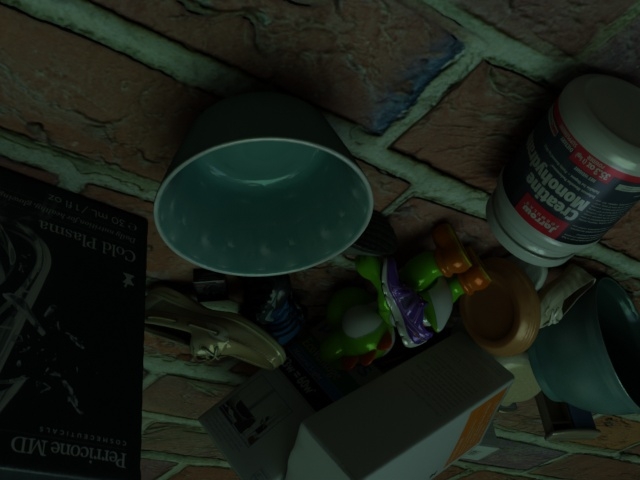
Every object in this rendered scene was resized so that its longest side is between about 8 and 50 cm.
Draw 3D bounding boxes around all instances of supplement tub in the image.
[{"bbox_3d":[0.395,-0.102,1.118,0.191,0.191,0.272,6,142,-18],"label":"supplement tub"}]

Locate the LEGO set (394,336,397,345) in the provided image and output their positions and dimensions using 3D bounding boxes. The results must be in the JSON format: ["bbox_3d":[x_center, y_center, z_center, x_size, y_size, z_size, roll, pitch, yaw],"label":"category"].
[{"bbox_3d":[0.175,0.248,1.703,0.083,0.023,0.054,-16,143,11],"label":"LEGO set"}]

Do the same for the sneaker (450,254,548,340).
[{"bbox_3d":[0.414,0.128,1.535,0.169,0.108,0.292,-3,140,-37],"label":"sneaker"}]

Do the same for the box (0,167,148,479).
[{"bbox_3d":[-0.534,0.148,1.057,0.480,0.472,0.297,21,136,-35],"label":"box"}]

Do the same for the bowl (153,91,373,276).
[{"bbox_3d":[-0.086,-0.098,1.061,0.311,0.163,0.311,-5,145,-3],"label":"bowl"}]

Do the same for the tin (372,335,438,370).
[{"bbox_3d":[0.192,0.272,1.697,0.189,0.040,0.106,-13,148,-16],"label":"tin"}]

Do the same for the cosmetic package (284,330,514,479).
[{"bbox_3d":[0.158,0.379,1.420,0.453,0.161,0.230,-21,139,-36],"label":"cosmetic package"}]

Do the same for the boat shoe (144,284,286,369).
[{"bbox_3d":[-0.213,0.187,1.379,0.302,0.098,0.109,23,146,8],"label":"boat shoe"}]

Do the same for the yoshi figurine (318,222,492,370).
[{"bbox_3d":[0.137,0.106,1.423,0.362,0.203,0.203,-37,177,15],"label":"yoshi figurine"}]

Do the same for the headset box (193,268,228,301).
[{"bbox_3d":[-0.213,0.085,1.402,0.062,0.032,0.083,-4,146,-5],"label":"headset box"}]

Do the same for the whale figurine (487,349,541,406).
[{"bbox_3d":[0.400,0.310,1.723,0.272,0.141,0.216,-27,122,21],"label":"whale figurine"}]

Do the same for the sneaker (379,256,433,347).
[{"bbox_3d":[0.154,0.105,1.295,0.071,0.170,0.068,-22,-175,6],"label":"sneaker"}]

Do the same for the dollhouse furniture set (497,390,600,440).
[{"bbox_3d":[0.603,0.337,1.756,0.286,0.198,0.303,2,143,-13],"label":"dollhouse furniture set"}]

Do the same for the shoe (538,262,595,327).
[{"bbox_3d":[0.479,0.119,1.448,0.219,0.058,0.076,-37,146,-32],"label":"shoe"}]

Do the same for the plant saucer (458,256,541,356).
[{"bbox_3d":[0.344,0.134,1.426,0.037,0.200,0.200,-6,149,-34],"label":"plant saucer"}]

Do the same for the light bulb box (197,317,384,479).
[{"bbox_3d":[-0.028,0.425,1.616,0.361,0.225,0.358,-37,147,-14],"label":"light bulb box"}]

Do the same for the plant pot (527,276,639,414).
[{"bbox_3d":[0.579,0.248,1.572,0.196,0.293,0.293,-25,141,37],"label":"plant pot"}]

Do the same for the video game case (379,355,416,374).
[{"bbox_3d":[0.247,0.311,1.745,0.212,0.023,0.193,-22,153,-1],"label":"video game case"}]

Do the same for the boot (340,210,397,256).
[{"bbox_3d":[0.000,0.000,1.306,0.246,0.083,0.161,10,153,-23],"label":"boot"}]

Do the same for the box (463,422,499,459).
[{"bbox_3d":[0.390,0.496,1.960,0.130,0.170,0.091,16,137,-29],"label":"box"}]

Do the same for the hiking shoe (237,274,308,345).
[{"bbox_3d":[-0.086,0.128,1.440,0.132,0.113,0.304,-7,154,-18],"label":"hiking shoe"}]
